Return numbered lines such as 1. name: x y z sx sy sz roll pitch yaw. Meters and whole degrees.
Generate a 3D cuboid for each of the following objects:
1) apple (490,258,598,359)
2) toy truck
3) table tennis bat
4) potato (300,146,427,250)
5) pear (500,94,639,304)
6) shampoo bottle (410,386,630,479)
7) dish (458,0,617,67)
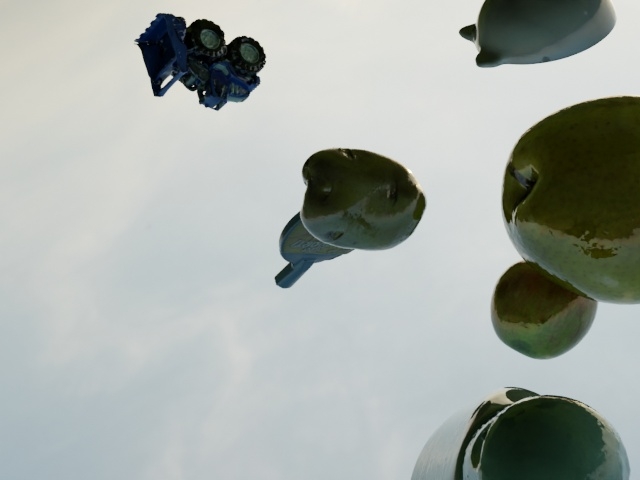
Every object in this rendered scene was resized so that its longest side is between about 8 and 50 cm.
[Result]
1. apple: 0.414 0.128 1.977 0.196 0.196 0.196 -22 -157 10
2. toy truck: -0.208 -0.295 1.794 0.113 0.208 0.126 -30 -132 54
3. table tennis bat: 0.000 0.000 2.195 0.215 0.044 0.329 1 145 -36
4. potato: 0.062 -0.061 1.605 0.200 0.154 0.137 13 178 -23
5. pear: 0.502 -0.067 1.769 0.418 0.362 0.362 2 -169 -26
6. shampoo bottle: 0.197 0.248 1.084 0.349 0.151 0.222 117 -3 -72
7. dish: 0.301 -0.339 1.506 0.228 0.086 0.236 9 -137 34
